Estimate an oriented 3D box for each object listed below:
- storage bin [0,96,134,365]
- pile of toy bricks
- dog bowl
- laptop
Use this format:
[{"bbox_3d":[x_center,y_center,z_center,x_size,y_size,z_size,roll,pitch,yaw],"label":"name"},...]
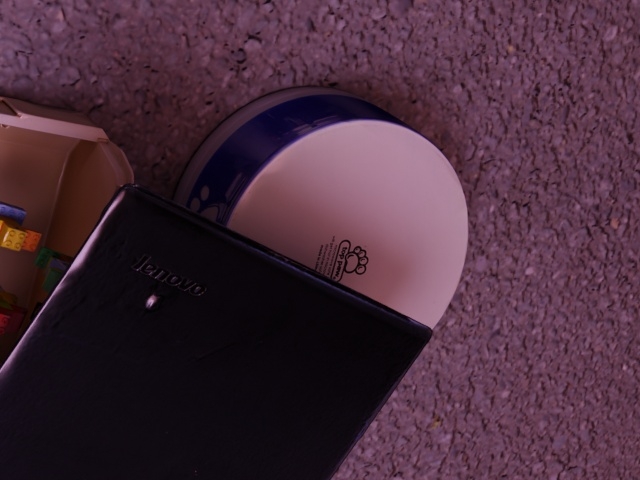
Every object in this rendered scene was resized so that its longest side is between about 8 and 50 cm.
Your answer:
[{"bbox_3d":[-0.313,0.014,1.207,0.262,0.123,0.260,10,105,-32],"label":"storage bin"},{"bbox_3d":[-0.172,0.038,1.158,0.212,0.105,0.118,19,100,-34],"label":"pile of toy bricks"},{"bbox_3d":[0.000,0.000,1.388,0.264,0.104,0.265,-11,115,-25],"label":"dog bowl"},{"bbox_3d":[-0.192,0.139,1.198,0.382,0.407,0.236,28,65,-49],"label":"laptop"}]
